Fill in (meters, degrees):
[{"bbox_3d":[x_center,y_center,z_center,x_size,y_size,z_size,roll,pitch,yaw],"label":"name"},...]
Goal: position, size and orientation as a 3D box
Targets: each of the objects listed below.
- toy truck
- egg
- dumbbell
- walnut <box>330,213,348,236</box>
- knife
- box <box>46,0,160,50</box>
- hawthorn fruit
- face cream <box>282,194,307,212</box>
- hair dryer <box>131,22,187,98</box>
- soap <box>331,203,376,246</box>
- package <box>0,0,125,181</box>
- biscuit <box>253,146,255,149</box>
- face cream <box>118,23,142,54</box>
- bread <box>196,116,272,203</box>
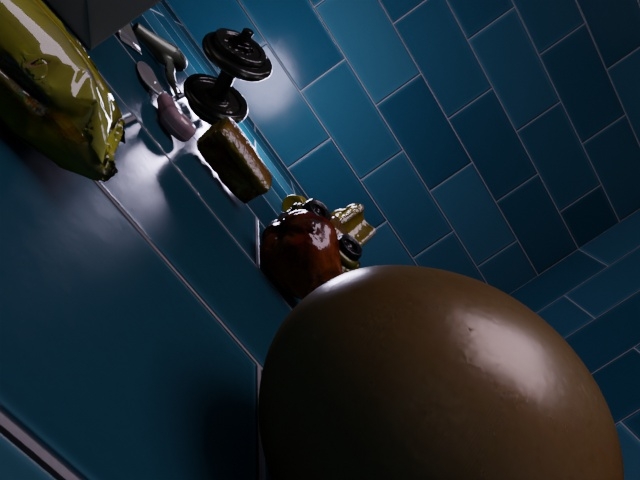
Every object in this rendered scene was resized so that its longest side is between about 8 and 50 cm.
[{"bbox_3d":[-0.023,0.027,1.203,0.224,0.147,0.165,45,30,-4],"label":"toy truck"},{"bbox_3d":[0.109,0.183,0.502,0.374,0.301,0.301,53,6,-25],"label":"egg"},{"bbox_3d":[-0.248,-0.432,1.394,0.192,0.290,0.192,23,38,-20],"label":"dumbbell"},{"bbox_3d":[0.000,0.000,1.466,0.167,0.167,0.207,53,7,-21],"label":"walnut"},{"bbox_3d":[-0.338,-0.304,1.081,0.081,0.043,0.336,39,10,-50],"label":"knife"},{"bbox_3d":[-0.367,-0.502,0.941,0.143,0.225,0.341,54,6,-38],"label":"box"},{"bbox_3d":[-0.029,0.029,1.036,0.179,0.173,0.173,54,5,-1],"label":"hawthorn fruit"},{"bbox_3d":[-0.086,-0.127,1.934,0.078,0.078,0.273,55,5,0],"label":"face cream"},{"bbox_3d":[-0.415,-0.462,1.336,0.167,0.067,0.199,40,28,-37],"label":"hair dryer"},{"bbox_3d":[-0.017,0.020,1.850,0.339,0.304,0.169,-37,101,-46],"label":"soap"},{"bbox_3d":[-0.260,-0.156,0.472,0.226,0.090,0.168,55,1,-31],"label":"package"},{"bbox_3d":[-0.268,-0.325,1.702,0.192,0.049,0.192,51,4,-5],"label":"biscuit"},{"bbox_3d":[-0.471,-0.540,1.193,0.224,0.070,0.114,64,5,-2],"label":"face cream"},{"bbox_3d":[-0.189,-0.175,1.157,0.172,0.103,0.132,53,11,-24],"label":"bread"}]
